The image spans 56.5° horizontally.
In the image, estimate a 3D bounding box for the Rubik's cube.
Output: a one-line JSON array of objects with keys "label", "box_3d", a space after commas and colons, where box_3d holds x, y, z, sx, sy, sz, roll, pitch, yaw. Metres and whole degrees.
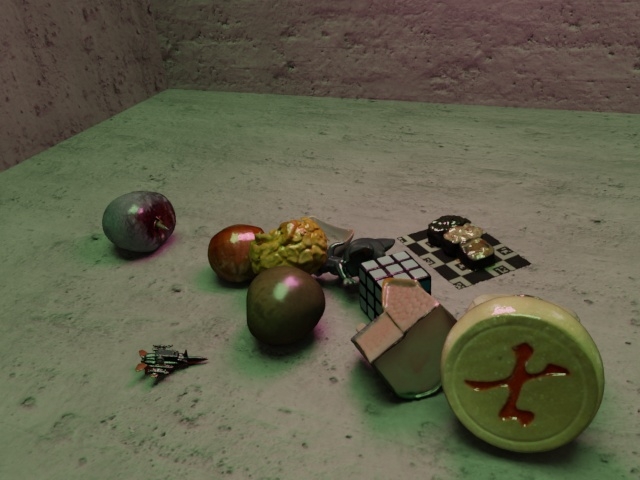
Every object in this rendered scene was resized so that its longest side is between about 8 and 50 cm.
[{"label": "Rubik's cube", "box_3d": [0.214, 0.147, 1.723, 0.162, 0.161, 0.163, -16, 33, -18]}]

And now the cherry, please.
[{"label": "cherry", "box_3d": [-0.661, -0.069, 2.174, 0.296, 0.218, 0.255, 2, 29, 33]}]

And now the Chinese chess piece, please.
[{"label": "Chinese chess piece", "box_3d": [0.429, 0.285, 1.289, 0.337, 0.338, 0.140, 7, 13, 20]}]

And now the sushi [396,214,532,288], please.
[{"label": "sushi", "box_3d": [0.476, -0.008, 2.008, 0.296, 0.100, 0.373, -16, 32, -18]}]

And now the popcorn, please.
[{"label": "popcorn", "box_3d": [-0.092, 0.035, 1.843, 0.250, 0.250, 0.190, -7, 63, -4]}]

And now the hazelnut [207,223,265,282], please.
[{"label": "hazelnut", "box_3d": [-0.269, 0.043, 1.965, 0.214, 0.176, 0.214, -5, 56, 8]}]

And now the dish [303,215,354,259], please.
[{"label": "dish", "box_3d": [0.000, 0.000, 2.089, 0.212, 0.077, 0.151, 20, 41, 36]}]

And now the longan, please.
[{"label": "longan", "box_3d": [-0.107, 0.180, 1.679, 0.245, 0.215, 0.246, -15, 0, 0]}]

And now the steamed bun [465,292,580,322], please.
[{"label": "steamed bun", "box_3d": [0.497, 0.244, 1.482, 0.282, 0.177, 0.283, 7, 8, -1]}]

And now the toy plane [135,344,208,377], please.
[{"label": "toy plane", "box_3d": [-0.402, 0.320, 1.620, 0.189, 0.061, 0.130, -8, 30, -4]}]

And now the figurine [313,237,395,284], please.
[{"label": "figurine", "box_3d": [0.103, 0.060, 1.868, 0.265, 0.140, 0.193, 1, 5, 42]}]

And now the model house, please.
[{"label": "model house", "box_3d": [0.217, 0.245, 1.526, 0.237, 0.202, 0.237, -43, 27, 1]}]
